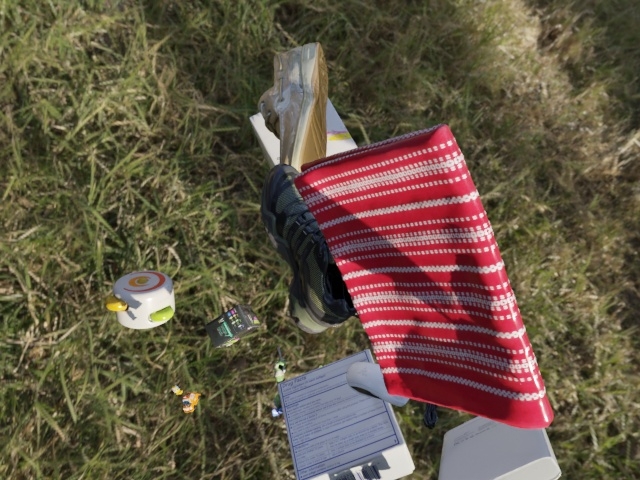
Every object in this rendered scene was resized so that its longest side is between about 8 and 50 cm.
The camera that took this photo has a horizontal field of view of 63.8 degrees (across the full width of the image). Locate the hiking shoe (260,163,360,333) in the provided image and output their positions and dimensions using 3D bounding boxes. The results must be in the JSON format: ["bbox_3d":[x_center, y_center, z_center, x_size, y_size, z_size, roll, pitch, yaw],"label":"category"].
[{"bbox_3d":[0.000,0.000,0.659,0.086,0.114,0.226,-14,84,-50],"label":"hiking shoe"}]

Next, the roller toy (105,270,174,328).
[{"bbox_3d":[-0.594,0.190,1.724,0.209,0.146,0.191,0,23,-7],"label":"roller toy"}]

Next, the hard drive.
[{"bbox_3d":[0.314,0.385,0.941,0.040,0.203,0.307,59,15,7],"label":"hard drive"}]

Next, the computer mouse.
[{"bbox_3d":[0.144,0.291,1.017,0.193,0.042,0.106,18,59,6],"label":"computer mouse"}]

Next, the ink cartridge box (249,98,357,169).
[{"bbox_3d":[-0.016,-0.164,1.092,0.168,0.171,0.232,-26,72,-5],"label":"ink cartridge box"}]

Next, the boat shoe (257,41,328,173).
[{"bbox_3d":[-0.046,-0.202,0.824,0.098,0.109,0.302,-4,56,11],"label":"boat shoe"}]

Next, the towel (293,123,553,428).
[{"bbox_3d":[0.085,0.043,0.475,0.031,0.199,0.274,-33,107,-33],"label":"towel"}]

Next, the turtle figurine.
[{"bbox_3d":[-0.042,0.436,1.661,0.197,0.266,0.275,57,42,-10],"label":"turtle figurine"}]

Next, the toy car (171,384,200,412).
[{"bbox_3d":[-0.384,0.433,1.413,0.060,0.122,0.040,-56,129,-37],"label":"toy car"}]

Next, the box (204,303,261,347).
[{"bbox_3d":[-0.170,0.166,0.999,0.052,0.083,0.062,59,8,14],"label":"box"}]

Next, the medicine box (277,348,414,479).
[{"bbox_3d":[0.057,0.465,1.301,0.264,0.149,0.289,-21,41,1],"label":"medicine box"}]
